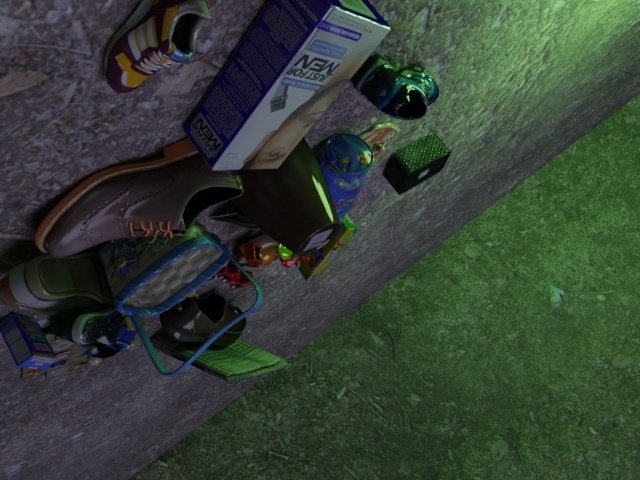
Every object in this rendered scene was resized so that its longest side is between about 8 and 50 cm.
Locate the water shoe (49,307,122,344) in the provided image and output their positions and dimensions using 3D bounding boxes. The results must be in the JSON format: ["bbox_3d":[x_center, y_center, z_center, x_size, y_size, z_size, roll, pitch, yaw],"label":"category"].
[{"bbox_3d":[-0.441,0.156,1.126,0.203,0.080,0.072,93,9,-80],"label":"water shoe"}]

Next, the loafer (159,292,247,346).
[{"bbox_3d":[-0.309,0.228,1.741,0.130,0.134,0.366,-40,162,13],"label":"loafer"}]

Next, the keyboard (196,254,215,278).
[{"bbox_3d":[-0.305,0.087,1.464,0.108,0.023,0.180,-68,164,11],"label":"keyboard"}]

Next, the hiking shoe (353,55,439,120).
[{"bbox_3d":[0.190,-0.310,1.310,0.304,0.132,0.113,-12,150,-53],"label":"hiking shoe"}]

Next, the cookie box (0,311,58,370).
[{"bbox_3d":[-0.592,0.205,1.199,0.040,0.107,0.092,-35,163,-5],"label":"cookie box"}]

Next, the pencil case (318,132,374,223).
[{"bbox_3d":[0.029,-0.132,1.488,0.133,0.119,0.306,-16,155,-25],"label":"pencil case"}]

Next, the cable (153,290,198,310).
[{"bbox_3d":[-0.395,0.101,1.440,0.140,0.072,0.287,-17,147,-5],"label":"cable"}]

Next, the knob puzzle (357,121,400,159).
[{"bbox_3d":[0.138,-0.241,1.561,0.213,0.030,0.213,-33,162,-12],"label":"knob puzzle"}]

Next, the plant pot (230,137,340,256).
[{"bbox_3d":[-0.067,-0.088,1.235,0.215,0.230,0.215,-33,163,-12],"label":"plant pot"}]

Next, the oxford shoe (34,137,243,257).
[{"bbox_3d":[-0.306,-0.056,1.027,0.364,0.132,0.130,-31,162,-16],"label":"oxford shoe"}]

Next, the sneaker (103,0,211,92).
[{"bbox_3d":[-0.216,-0.252,0.778,0.185,0.084,0.070,-46,160,28],"label":"sneaker"}]

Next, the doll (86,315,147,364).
[{"bbox_3d":[-0.510,0.255,1.469,0.189,0.046,0.129,-38,159,19],"label":"doll"}]

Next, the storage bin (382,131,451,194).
[{"bbox_3d":[0.289,-0.230,1.781,0.180,0.084,0.122,-31,162,-20],"label":"storage bin"}]

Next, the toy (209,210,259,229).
[{"bbox_3d":[-0.127,-0.075,1.398,0.237,0.137,0.056,-10,108,-52],"label":"toy"}]

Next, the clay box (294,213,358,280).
[{"bbox_3d":[0.000,0.000,1.716,0.053,0.127,0.222,0,137,-47],"label":"clay box"}]

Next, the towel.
[{"bbox_3d":[-0.302,0.339,1.817,0.324,0.312,0.056,8,97,-62],"label":"towel"}]

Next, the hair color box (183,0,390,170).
[{"bbox_3d":[-0.060,-0.269,0.996,0.339,0.110,0.185,-45,161,30],"label":"hair color box"}]

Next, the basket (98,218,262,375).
[{"bbox_3d":[-0.284,0.085,1.166,0.255,0.289,0.201,-41,167,4],"label":"basket"}]

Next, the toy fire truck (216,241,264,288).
[{"bbox_3d":[-0.194,0.069,1.516,0.135,0.047,0.192,-11,157,10],"label":"toy fire truck"}]

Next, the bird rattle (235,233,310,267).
[{"bbox_3d":[-0.135,0.012,1.622,0.207,0.143,0.253,-20,172,-13],"label":"bird rattle"}]

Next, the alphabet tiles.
[{"bbox_3d":[-0.572,0.244,1.441,0.285,0.011,0.342,-17,157,-35],"label":"alphabet tiles"}]

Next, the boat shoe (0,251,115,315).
[{"bbox_3d":[-0.482,0.083,1.127,0.103,0.113,0.302,-18,167,10],"label":"boat shoe"}]
